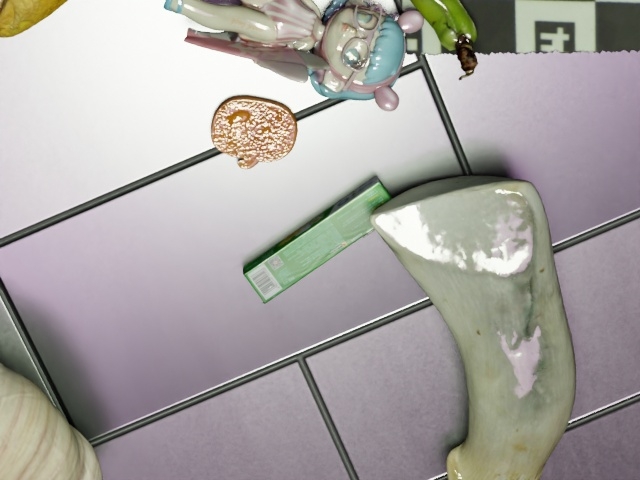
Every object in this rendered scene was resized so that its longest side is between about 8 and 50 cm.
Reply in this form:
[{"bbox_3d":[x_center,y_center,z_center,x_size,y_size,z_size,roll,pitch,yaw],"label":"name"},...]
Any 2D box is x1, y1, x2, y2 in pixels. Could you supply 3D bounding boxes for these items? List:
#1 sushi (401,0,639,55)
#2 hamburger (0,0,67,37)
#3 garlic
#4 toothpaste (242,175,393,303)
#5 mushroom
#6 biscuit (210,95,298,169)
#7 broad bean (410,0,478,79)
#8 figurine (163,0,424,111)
[{"bbox_3d":[0.221,-0.376,1.709,0.296,0.100,0.373,4,107,32],"label":"sushi"},{"bbox_3d":[-0.257,-0.314,1.662,0.283,0.156,0.144,-38,106,9],"label":"hamburger"},{"bbox_3d":[-0.386,0.251,1.766,0.317,0.259,0.317,4,123,5],"label":"garlic"},{"bbox_3d":[0.000,0.000,1.841,0.178,0.037,0.043,-35,103,6],"label":"toothpaste"},{"bbox_3d":[0.188,0.120,1.850,0.177,0.126,0.397,-15,109,6],"label":"mushroom"},{"bbox_3d":[-0.071,-0.112,1.812,0.091,0.015,0.078,13,107,-8],"label":"biscuit"},{"bbox_3d":[0.065,-0.294,1.713,0.056,0.098,0.318,-40,83,17],"label":"broad bean"},{"bbox_3d":[-0.026,-0.236,1.747,0.260,0.103,0.205,18,68,-8],"label":"figurine"}]
